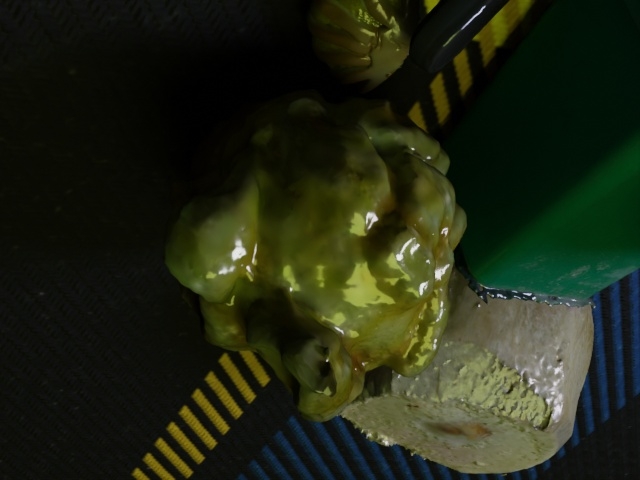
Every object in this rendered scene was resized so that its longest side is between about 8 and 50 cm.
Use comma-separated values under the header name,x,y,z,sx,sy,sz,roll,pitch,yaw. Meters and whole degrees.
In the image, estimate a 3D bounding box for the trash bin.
name,x,y,z,sx,sy,sz,roll,pitch,yaw
trash bin,0.306,-0.098,1.087,0.259,0.295,0.381,8,142,-32

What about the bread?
name,x,y,z,sx,sy,sz,roll,pitch,yaw
bread,0.037,-0.204,0.990,0.094,0.083,0.157,20,131,-27

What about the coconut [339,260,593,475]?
name,x,y,z,sx,sy,sz,roll,pitch,yaw
coconut,0.171,0.114,1.307,0.297,0.255,0.297,8,151,4

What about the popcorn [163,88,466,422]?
name,x,y,z,sx,sy,sz,roll,pitch,yaw
popcorn,0.003,0.001,1.034,0.279,0.335,0.274,-46,109,-9

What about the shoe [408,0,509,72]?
name,x,y,z,sx,sy,sz,roll,pitch,yaw
shoe,0.142,-0.253,0.938,0.241,0.093,0.108,-48,173,-4
